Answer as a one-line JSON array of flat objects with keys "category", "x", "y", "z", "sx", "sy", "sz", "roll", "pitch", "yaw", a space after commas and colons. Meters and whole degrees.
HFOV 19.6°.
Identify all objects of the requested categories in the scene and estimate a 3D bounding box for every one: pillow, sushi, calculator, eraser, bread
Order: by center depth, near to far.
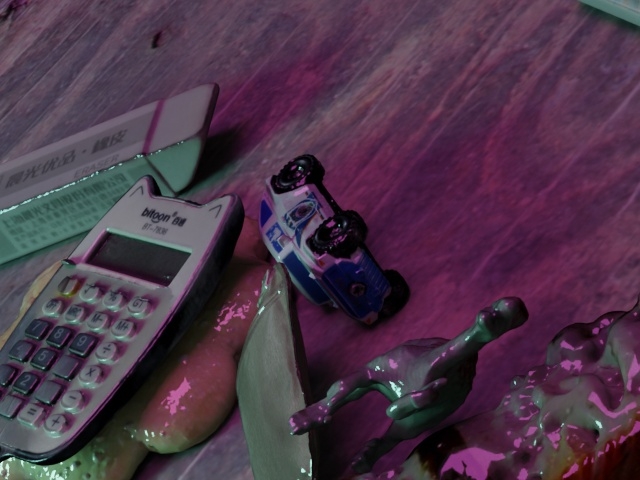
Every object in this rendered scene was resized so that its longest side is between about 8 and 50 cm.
[{"category": "sushi", "x": 0.106, "y": 0.155, "z": 1.053, "sx": 0.332, "sy": 0.124, "sz": 0.130, "roll": -33, "pitch": 36, "yaw": 8}, {"category": "pillow", "x": -0.027, "y": 0.120, "z": 1.257, "sx": 0.232, "sy": 0.038, "sz": 0.130, "roll": -104, "pitch": 24, "yaw": -54}, {"category": "calculator", "x": -0.171, "y": 0.064, "z": 1.425, "sx": 0.177, "sy": 0.040, "sz": 0.268, "roll": 14, "pitch": 59, "yaw": 52}, {"category": "bread", "x": -0.163, "y": 0.083, "z": 1.483, "sx": 0.316, "sy": 0.054, "sz": 0.316, "roll": -24, "pitch": 34, "yaw": 18}, {"category": "eraser", "x": -0.230, "y": -0.049, "z": 1.706, "sx": 0.352, "sy": 0.061, "sz": 0.089, "roll": -20, "pitch": 37, "yaw": 26}]

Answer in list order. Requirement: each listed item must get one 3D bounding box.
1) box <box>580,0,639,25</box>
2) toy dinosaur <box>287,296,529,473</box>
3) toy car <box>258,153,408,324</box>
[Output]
[{"category": "box", "x": 0.303, "y": -0.201, "z": 1.385, "sx": 0.142, "sy": 0.044, "sz": 0.285, "roll": -39, "pitch": 32, "yaw": -9}, {"category": "toy dinosaur", "x": 0.067, "y": 0.086, "z": 1.147, "sx": 0.167, "sy": 0.053, "sz": 0.242, "roll": -33, "pitch": -13, "yaw": 9}, {"category": "toy car", "x": 0.000, "y": 0.000, "z": 1.395, "sx": 0.070, "sy": 0.080, "sz": 0.170, "roll": -37, "pitch": 32, "yaw": 2}]
